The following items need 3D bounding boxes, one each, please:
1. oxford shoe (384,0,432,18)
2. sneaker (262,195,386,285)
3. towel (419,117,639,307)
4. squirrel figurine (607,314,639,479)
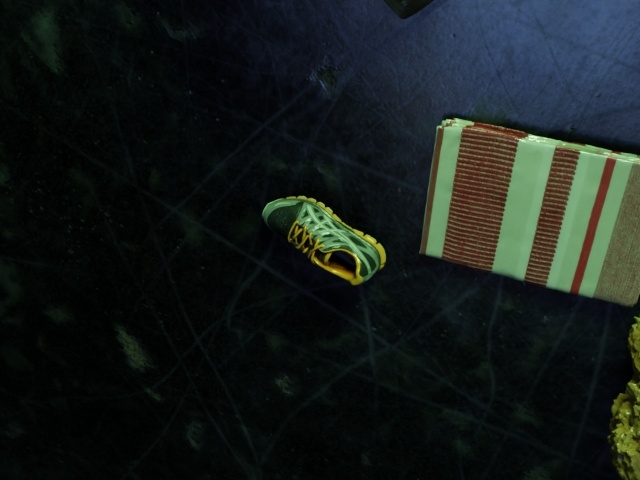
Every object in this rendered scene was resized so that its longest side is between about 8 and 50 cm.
[{"bbox_3d":[0.013,-0.430,1.001,0.364,0.130,0.133,46,140,2],"label":"oxford shoe"},{"bbox_3d":[0.000,0.000,1.270,0.214,0.083,0.084,26,126,9],"label":"sneaker"},{"bbox_3d":[0.317,-0.040,1.149,0.328,0.037,0.237,14,124,16],"label":"towel"},{"bbox_3d":[0.601,0.224,1.046,0.396,0.281,0.371,27,118,3],"label":"squirrel figurine"}]
